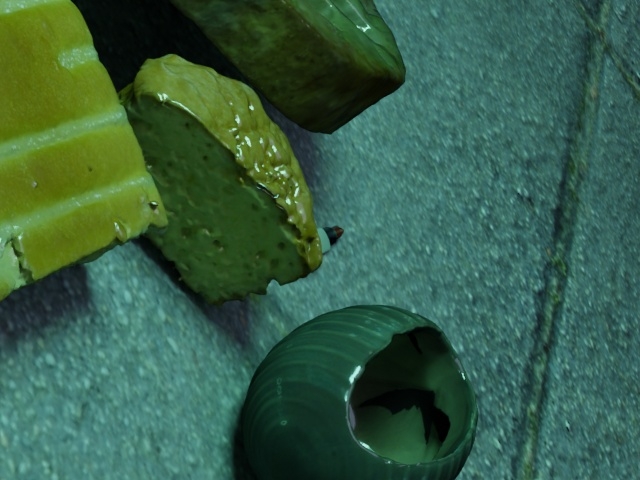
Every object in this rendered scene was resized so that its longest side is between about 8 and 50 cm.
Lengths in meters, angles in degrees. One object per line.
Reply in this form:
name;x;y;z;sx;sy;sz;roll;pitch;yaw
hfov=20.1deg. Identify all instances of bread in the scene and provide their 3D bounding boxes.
bread;-0.246;-0.074;1.325;0.246;0.111;0.239;-23;88;-59
bread;-0.103;-0.063;1.526;0.229;0.143;0.139;51;23;-29

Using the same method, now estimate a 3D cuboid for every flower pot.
flower pot;0.034;0.153;1.553;0.243;0.157;0.189;-19;87;-60

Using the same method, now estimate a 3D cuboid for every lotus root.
lotus root;-0.086;-0.264;1.610;0.390;0.111;0.375;52;18;2

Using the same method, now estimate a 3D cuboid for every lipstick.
lipstick;0.000;0.000;1.736;0.025;0.025;0.107;67;25;0
